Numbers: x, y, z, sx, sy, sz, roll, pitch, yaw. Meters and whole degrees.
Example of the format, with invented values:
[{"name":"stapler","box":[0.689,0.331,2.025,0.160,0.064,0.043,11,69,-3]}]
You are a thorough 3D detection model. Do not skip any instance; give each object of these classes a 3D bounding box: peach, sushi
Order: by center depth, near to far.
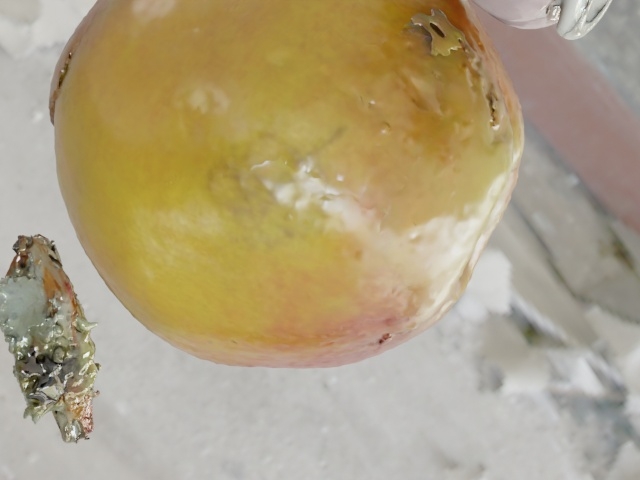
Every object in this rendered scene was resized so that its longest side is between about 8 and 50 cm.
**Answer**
[{"name":"peach","box":[-0.037,-0.072,1.273,0.372,0.372,0.290,48,43,-7]},{"name":"sushi","box":[-0.272,0.106,1.689,0.103,0.097,0.226,-28,111,-36]}]

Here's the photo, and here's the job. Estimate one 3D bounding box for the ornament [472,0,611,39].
[{"name":"ornament","box":[0.166,-0.225,1.157,0.177,0.177,0.177,35,33,-27]}]
